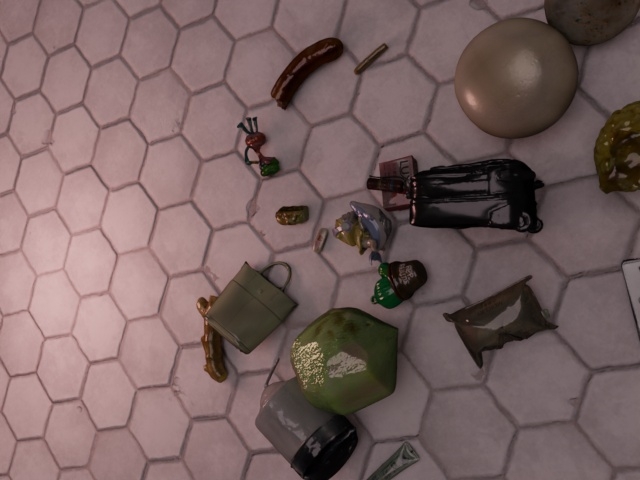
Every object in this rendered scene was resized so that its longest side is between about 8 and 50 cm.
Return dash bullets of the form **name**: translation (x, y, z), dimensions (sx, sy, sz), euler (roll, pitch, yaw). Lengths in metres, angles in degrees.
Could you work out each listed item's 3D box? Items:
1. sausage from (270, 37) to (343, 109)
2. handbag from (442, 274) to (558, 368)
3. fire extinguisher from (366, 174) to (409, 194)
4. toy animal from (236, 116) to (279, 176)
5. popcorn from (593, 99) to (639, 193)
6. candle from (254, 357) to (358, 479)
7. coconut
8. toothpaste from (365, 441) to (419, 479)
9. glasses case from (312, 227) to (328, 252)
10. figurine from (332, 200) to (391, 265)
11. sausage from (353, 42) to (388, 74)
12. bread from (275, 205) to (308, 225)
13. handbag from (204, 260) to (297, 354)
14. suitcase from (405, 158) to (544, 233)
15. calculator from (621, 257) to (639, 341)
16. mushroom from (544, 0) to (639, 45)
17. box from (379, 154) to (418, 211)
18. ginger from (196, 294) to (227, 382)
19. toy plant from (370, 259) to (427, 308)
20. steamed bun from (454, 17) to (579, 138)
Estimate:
- **sausage**: translation (-0.055, -0.556, 2.054), dimensions (0.302, 0.076, 0.103), euler (-42, 79, 18)
- **handbag**: translation (0.496, 0.228, 1.730), dimensions (0.270, 0.117, 0.183), euler (-29, 83, 19)
- **fire extinguisher**: translation (0.204, -0.164, 1.866), dimensions (0.132, 0.039, 0.056), euler (8, 99, 27)
- **toy animal**: translation (-0.215, -0.307, 2.097), dimensions (0.103, 0.100, 0.208), euler (-22, 89, -17)
- **popcorn**: translation (0.789, -0.217, 1.558), dimensions (0.251, 0.206, 0.237), euler (-52, 20, -21)
- **candle**: translation (-0.065, 0.550, 1.908), dimensions (0.342, 0.221, 0.221), euler (39, 102, 25)
- **coconut**: translation (0.086, 0.335, 1.813), dimensions (0.328, 0.281, 0.328), euler (-26, 32, 18)
- **toothpaste**: translation (0.198, 0.691, 1.875), dimensions (0.218, 0.041, 0.064), euler (-44, 65, 12)
- **glasses case**: translation (0.000, 0.000, 2.019), dimensions (0.032, 0.021, 0.083), euler (23, 96, 23)
- **figurine**: translation (0.130, -0.023, 1.908), dimensions (0.183, 0.128, 0.209), euler (-19, 83, 25)
- **sausage**: translation (0.157, -0.573, 1.986), dimensions (0.132, 0.024, 0.024), euler (-38, 72, 16)
- **bread**: translation (-0.096, -0.081, 2.049), dimensions (0.110, 0.060, 0.066), euler (-2, 71, 24)
- **handbag**: translation (-0.211, 0.202, 2.067), dimensions (0.241, 0.109, 0.315), euler (37, 75, 19)
- **suitcase**: translation (0.406, -0.104, 1.666), dimensions (0.339, 0.345, 0.188), euler (-2, 91, 24)
- **calculator**: translation (0.880, 0.161, 1.605), dimensions (0.161, 0.021, 0.262), euler (-15, 81, 23)
- **mushroom**: translation (0.708, -0.648, 1.658), dimensions (0.243, 0.243, 0.244), euler (-2, 86, 25)
- **box**: translation (0.241, -0.170, 1.901), dimensions (0.111, 0.060, 0.156), euler (-9, 83, 22)
- **ginger**: translation (-0.361, 0.335, 2.138), dimensions (0.118, 0.065, 0.299), euler (-9, 83, 29)
- **toy plant**: translation (0.219, 0.124, 1.870), dimensions (0.200, 0.105, 0.143), euler (-28, 65, 33)
- **steamed bun**: translation (0.515, -0.431, 1.680), dimensions (0.324, 0.206, 0.324), euler (7, 101, 38)
